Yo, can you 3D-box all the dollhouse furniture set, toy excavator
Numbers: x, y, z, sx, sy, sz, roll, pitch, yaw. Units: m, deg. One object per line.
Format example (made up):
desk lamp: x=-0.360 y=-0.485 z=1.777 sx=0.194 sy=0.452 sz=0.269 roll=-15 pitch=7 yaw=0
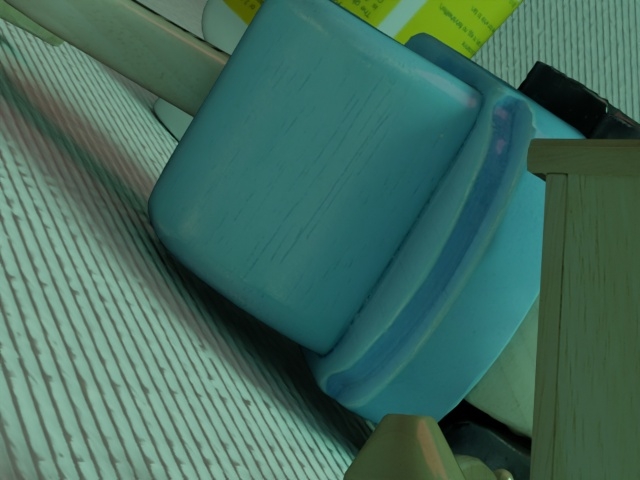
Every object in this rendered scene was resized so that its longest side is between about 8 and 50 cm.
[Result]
dollhouse furniture set: x=0.182 y=0.072 z=0.711 sx=0.303 sy=0.174 sz=0.355 roll=2 pitch=-4 yaw=19
toy excavator: x=-0.030 y=-0.070 z=1.084 sx=0.445 sy=0.222 sz=0.433 roll=31 pitch=7 yaw=-16

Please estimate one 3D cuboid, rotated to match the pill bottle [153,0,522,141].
pill bottle: x=0.029 y=-0.183 z=1.513 sx=0.188 sy=0.334 sz=0.188 roll=42 pitch=6 yaw=-5
